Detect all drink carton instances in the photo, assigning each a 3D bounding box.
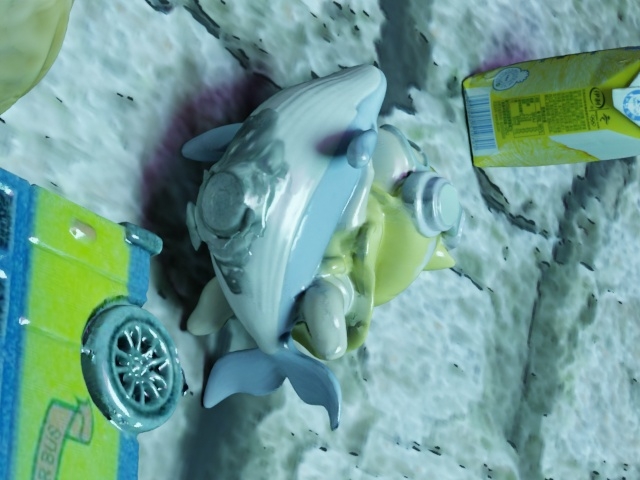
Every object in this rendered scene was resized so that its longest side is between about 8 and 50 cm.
[{"bbox_3d":[0.193,-0.088,1.227,0.084,0.200,0.075,-11,95,-51],"label":"drink carton"}]

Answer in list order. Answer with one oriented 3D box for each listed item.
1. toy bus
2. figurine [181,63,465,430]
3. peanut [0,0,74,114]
[{"bbox_3d":[-0.172,0.126,0.758,0.190,0.152,0.312,29,53,-47],"label":"toy bus"},{"bbox_3d":[0.000,0.000,1.049,0.184,0.128,0.209,24,77,-51],"label":"figurine"},{"bbox_3d":[-0.193,-0.186,0.777,0.140,0.153,0.325,-68,147,-41],"label":"peanut"}]
